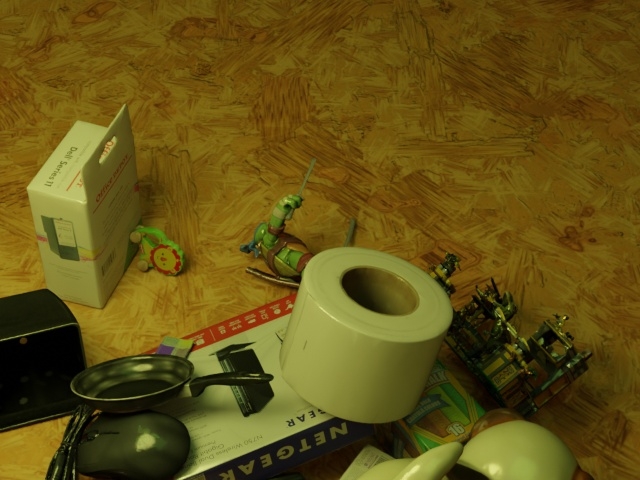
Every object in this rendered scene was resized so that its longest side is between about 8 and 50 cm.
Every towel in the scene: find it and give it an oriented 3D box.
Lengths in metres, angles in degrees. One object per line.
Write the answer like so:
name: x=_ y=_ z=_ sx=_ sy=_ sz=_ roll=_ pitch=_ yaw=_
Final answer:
towel: x=-0.257 y=0.195 z=1.898 sx=0.060 sy=0.009 sz=0.083 roll=8 pitch=44 yaw=24

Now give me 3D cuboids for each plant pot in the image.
plant pot: x=-0.506 y=0.190 z=1.916 sx=0.187 sy=0.188 sz=0.167 roll=-12 pitch=34 yaw=-15

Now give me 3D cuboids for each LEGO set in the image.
LEGO set: x=0.322 y=0.145 z=1.942 sx=0.192 sy=0.255 sz=0.331 roll=-39 pitch=42 yaw=-2

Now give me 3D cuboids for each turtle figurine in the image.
turtle figurine: x=0.000 y=0.000 z=2.105 sx=0.274 sy=0.198 sz=0.266 roll=-21 pitch=43 yaw=-19

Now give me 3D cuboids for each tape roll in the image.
tape roll: x=0.070 y=0.145 z=1.765 sx=0.246 sy=0.169 sz=0.246 roll=13 pitch=31 yaw=-8

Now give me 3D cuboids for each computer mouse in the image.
computer mouse: x=-0.329 y=0.325 z=1.759 sx=0.272 sy=0.072 sz=0.189 roll=-7 pitch=51 yaw=32

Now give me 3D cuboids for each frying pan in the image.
frying pan: x=-0.235 y=0.222 z=1.789 sx=0.326 sy=0.053 sz=0.197 roll=-5 pitch=14 yaw=-1

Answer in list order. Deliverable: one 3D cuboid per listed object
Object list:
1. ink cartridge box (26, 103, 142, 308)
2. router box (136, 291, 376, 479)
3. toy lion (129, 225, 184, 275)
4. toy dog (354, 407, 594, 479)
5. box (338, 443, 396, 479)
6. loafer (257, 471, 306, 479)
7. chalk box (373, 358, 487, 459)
ink cartridge box: x=-0.427 y=-0.071 z=2.044 sx=0.119 sy=0.354 sz=0.207 roll=14 pitch=46 yaw=10
router box: x=-0.118 y=0.257 z=1.866 sx=0.335 sy=0.082 sz=0.301 roll=-21 pitch=41 yaw=-11
toy lion: x=-0.309 y=0.021 z=2.143 sx=0.096 sy=0.100 sz=0.034 roll=-1 pitch=28 yaw=18
toy dog: x=0.196 y=0.392 z=1.608 sx=0.407 sy=0.396 sz=0.284 roll=-16 pitch=33 yaw=-36
box: x=0.015 y=0.457 z=1.749 sx=0.067 sy=0.063 sz=0.324 roll=25 pitch=49 yaw=22
loafer: x=-0.107 y=0.401 z=1.801 sx=0.170 sy=0.062 sz=0.061 roll=-13 pitch=43 yaw=-17
chalk box: x=0.170 y=0.295 z=1.872 sx=0.132 sy=0.132 sz=0.213 roll=-25 pitch=52 yaw=-24
